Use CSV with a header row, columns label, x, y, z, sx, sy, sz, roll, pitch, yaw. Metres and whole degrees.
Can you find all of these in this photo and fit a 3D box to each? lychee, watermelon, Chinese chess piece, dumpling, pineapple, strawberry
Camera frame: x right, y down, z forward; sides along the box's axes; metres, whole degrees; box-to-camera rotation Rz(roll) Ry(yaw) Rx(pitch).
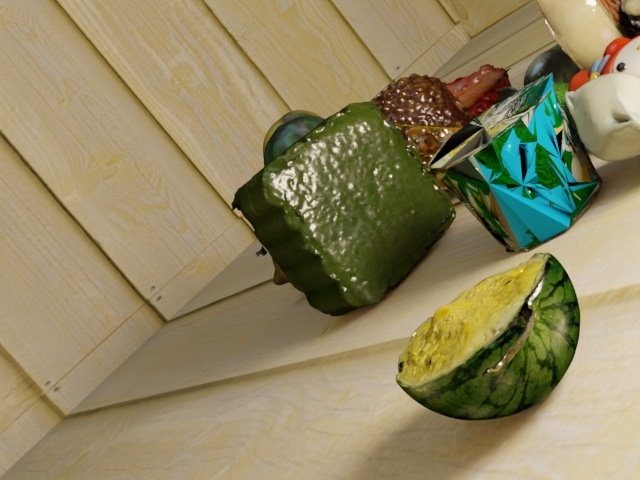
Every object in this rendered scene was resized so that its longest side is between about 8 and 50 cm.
label,x,y,z,sx,sy,sz,roll,pitch,yaw
lychee,0.211,-0.227,2.163,0.267,0.267,0.267,-38,9,7
watermelon,0.188,0.113,1.017,0.204,0.127,0.232,-44,8,-27
Chinese chess piece,0.532,-0.453,1.957,0.112,0.270,0.270,-33,11,31
dumpling,0.433,-0.162,1.365,0.124,0.151,0.229,-60,17,18
pineapple,0.222,-0.162,1.965,0.161,0.334,0.158,-102,21,-76
strawberry,0.338,-0.312,2.473,0.280,0.150,0.253,-42,30,-29

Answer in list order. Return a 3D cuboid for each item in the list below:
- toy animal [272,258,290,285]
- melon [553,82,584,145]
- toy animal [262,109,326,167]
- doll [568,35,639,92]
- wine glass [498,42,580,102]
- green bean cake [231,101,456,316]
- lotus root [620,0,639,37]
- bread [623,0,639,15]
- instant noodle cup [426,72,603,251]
label,x,y,z,sx,sy,sz,roll,pitch,yaw
toy animal,0.000,0.004,2.242,0.281,0.195,0.169,-35,49,-1
melon,0.425,-0.234,1.787,0.169,0.129,0.265,-33,9,15
toy animal,-0.037,-0.187,2.143,0.216,0.191,0.338,-38,3,4
doll,0.506,-0.253,1.530,0.161,0.130,0.290,-47,25,-10
wine glass,0.502,-0.359,2.175,0.222,0.103,0.103,-42,9,-18
green bean cake,0.041,-0.052,1.840,0.335,0.319,0.218,-39,5,-24
lotus root,0.652,-0.402,1.828,0.167,0.078,0.329,-6,23,17
bread,0.674,-0.459,1.801,0.250,0.039,0.182,-18,24,-14
instant noodle cup,0.302,-0.107,1.477,0.240,0.178,0.240,-38,9,7
